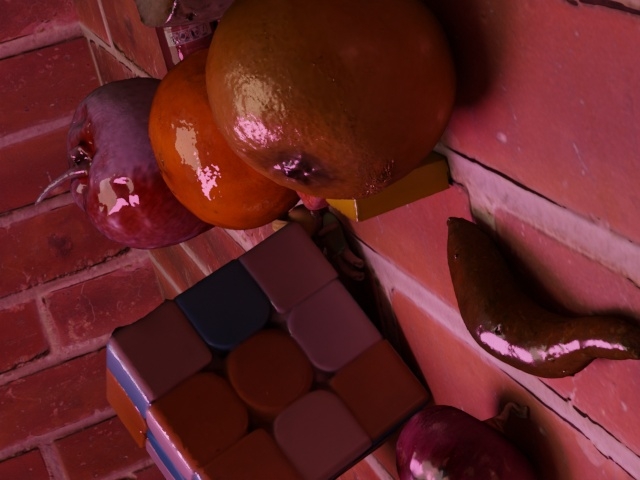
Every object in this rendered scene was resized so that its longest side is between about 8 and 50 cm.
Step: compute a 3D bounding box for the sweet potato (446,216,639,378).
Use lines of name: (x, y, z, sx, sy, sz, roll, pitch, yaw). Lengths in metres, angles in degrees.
sweet potato: (0.207, 0.077, 1.190, 0.346, 0.079, 0.108, -143, 48, -57)

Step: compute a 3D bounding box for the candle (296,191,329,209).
candle: (-0.017, -0.167, 1.543, 0.317, 0.131, 0.287, -127, 20, -48)

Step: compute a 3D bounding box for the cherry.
cherry: (-0.301, -0.145, 2.132, 0.326, 0.335, 0.291, 46, 130, 16)

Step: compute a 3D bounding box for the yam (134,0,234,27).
yam: (-0.073, -0.327, 1.314, 0.161, 0.268, 0.161, 170, 90, -69)

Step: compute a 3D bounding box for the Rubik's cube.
Rubik's cube: (-0.096, 0.238, 1.788, 0.344, 0.347, 0.346, 53, 161, 11)

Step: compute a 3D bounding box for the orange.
orange: (-0.136, -0.154, 1.777, 0.284, 0.226, 0.284, 52, 157, 34)

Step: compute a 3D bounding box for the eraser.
eraser: (0.075, -0.070, 1.360, 0.097, 0.122, 0.045, -145, 39, -63)

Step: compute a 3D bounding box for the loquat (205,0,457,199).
loquat: (0.012, -0.162, 1.217, 0.263, 0.263, 0.263, 160, 90, -74)

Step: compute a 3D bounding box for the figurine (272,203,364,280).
figurine: (0.000, 0.000, 1.799, 0.187, 0.083, 0.083, 43, 151, 38)

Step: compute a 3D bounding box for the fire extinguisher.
fire extinguisher: (-0.241, -0.435, 2.005, 0.147, 0.106, 0.337, 18, 129, 51)

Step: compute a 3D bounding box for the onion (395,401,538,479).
onion: (0.173, 0.270, 1.395, 0.177, 0.177, 0.153, 99, -171, -60)
